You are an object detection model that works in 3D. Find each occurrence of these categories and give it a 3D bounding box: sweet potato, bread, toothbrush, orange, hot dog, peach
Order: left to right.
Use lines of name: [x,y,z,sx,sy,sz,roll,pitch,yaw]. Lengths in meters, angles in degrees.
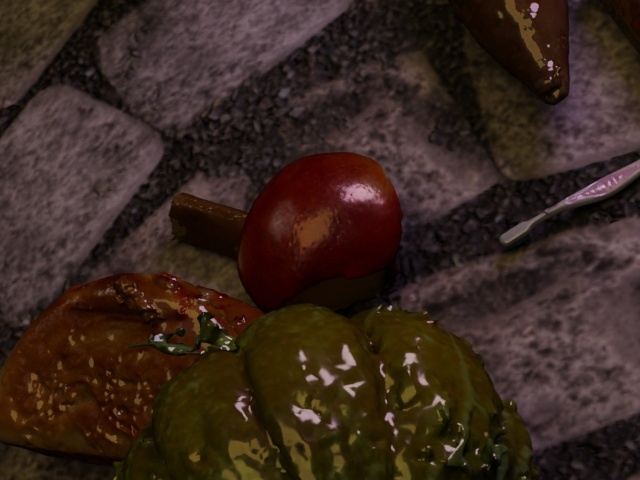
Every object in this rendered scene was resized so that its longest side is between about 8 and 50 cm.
hot dog: [-0.127,0.103,1.523,0.257,0.150,0.153,5,77,23]
bread: [-0.086,-0.012,1.620,0.083,0.047,0.036,18,43,25]
peach: [-0.006,-0.004,1.553,0.118,0.151,0.151,8,60,-25]
orange: [0.003,0.196,1.336,0.300,0.301,0.223,2,28,-19]
sweet potato: [0.149,-0.254,1.601,0.131,0.131,0.336,-27,60,6]
toothbrush: [0.230,-0.047,1.530,0.204,0.022,0.017,-31,62,4]

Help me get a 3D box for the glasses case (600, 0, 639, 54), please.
glasses case: [0.289,-0.163,1.537,0.075,0.049,0.218,-15,55,-22]
